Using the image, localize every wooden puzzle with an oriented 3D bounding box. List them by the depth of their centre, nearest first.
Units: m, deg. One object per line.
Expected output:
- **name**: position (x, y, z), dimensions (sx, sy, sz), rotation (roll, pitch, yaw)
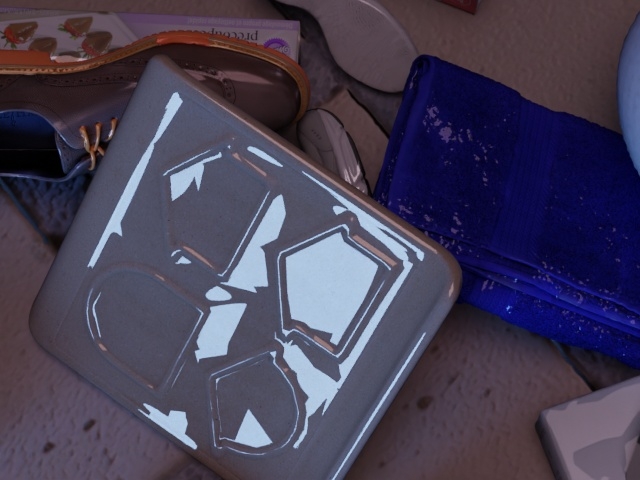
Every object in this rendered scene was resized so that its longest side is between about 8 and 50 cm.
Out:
- **wooden puzzle**: position (-0.071, 0.048, 1.453), dimensions (0.348, 0.080, 0.322), rotation (37, 118, 13)

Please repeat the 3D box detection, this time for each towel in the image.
- **towel**: position (0.202, -0.030, 1.498), dimensions (0.308, 0.076, 0.228), rotation (21, 67, -11)

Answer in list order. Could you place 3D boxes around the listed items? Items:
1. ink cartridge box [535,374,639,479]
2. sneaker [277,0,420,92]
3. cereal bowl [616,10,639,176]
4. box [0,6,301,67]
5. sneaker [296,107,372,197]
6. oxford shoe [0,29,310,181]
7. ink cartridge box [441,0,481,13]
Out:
- **ink cartridge box**: position (0.367, 0.226, 1.478), dimensions (0.275, 0.060, 0.239), rotation (-19, 72, -6)
- **sneaker**: position (0.025, -0.240, 1.619), dimensions (0.212, 0.080, 0.094), rotation (42, 32, -2)
- **cereal bowl**: position (0.407, -0.093, 1.503), dimensions (0.339, 0.141, 0.339), rotation (15, 56, -24)
- **box**: position (-0.181, -0.185, 1.601), dimensions (0.324, 0.067, 0.063), rotation (3, 73, 2)
- **sneaker**: position (0.000, 0.000, 1.530), dimensions (0.121, 0.099, 0.262), rotation (-16, 71, 2)
- **oxford shoe**: position (-0.190, -0.107, 1.523), dimensions (0.363, 0.130, 0.133), rotation (-5, 37, 7)
- **ink cartridge box**: position (0.079, -0.309, 1.614), dimensions (0.198, 0.115, 0.067), rotation (22, 74, 8)
